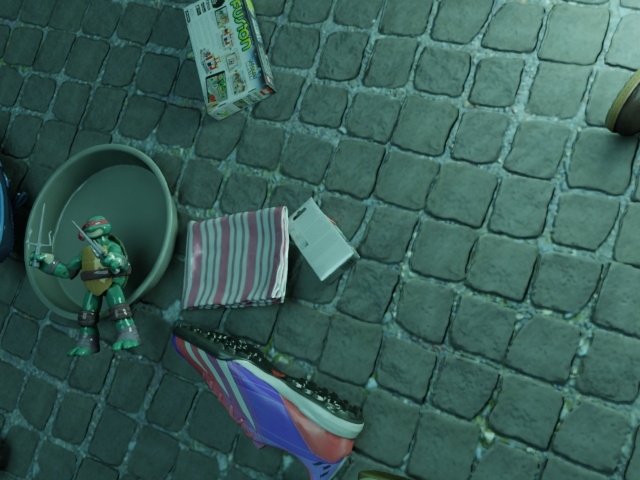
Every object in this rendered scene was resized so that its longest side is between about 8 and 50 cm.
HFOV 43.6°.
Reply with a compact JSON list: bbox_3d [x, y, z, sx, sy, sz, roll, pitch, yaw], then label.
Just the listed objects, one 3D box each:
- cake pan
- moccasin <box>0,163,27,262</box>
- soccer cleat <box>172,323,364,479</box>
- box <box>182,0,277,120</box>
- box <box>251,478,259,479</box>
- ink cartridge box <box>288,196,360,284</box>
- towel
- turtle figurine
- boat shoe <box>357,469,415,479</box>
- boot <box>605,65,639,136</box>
[{"bbox_3d":[-0.352,-0.011,1.303,0.293,0.054,0.293,-6,75,23],"label":"cake pan"},{"bbox_3d":[-0.586,-0.097,1.403,0.137,0.117,0.342,-24,63,4],"label":"moccasin"},{"bbox_3d":[-0.095,0.217,1.103,0.318,0.108,0.116,26,92,25],"label":"soccer cleat"},{"bbox_3d":[-0.149,-0.309,1.296,0.114,0.036,0.207,-22,69,18],"label":"box"},{"bbox_3d":[-0.035,0.416,1.035,0.145,0.038,0.186,3,94,25],"label":"box"},{"bbox_3d":[0.000,0.000,1.154,0.063,0.029,0.115,-41,62,11],"label":"ink cartridge box"},{"bbox_3d":[-0.132,0.028,1.191,0.197,0.029,0.144,-7,73,33],"label":"towel"},{"bbox_3d":[-0.333,0.049,1.185,0.175,0.118,0.234,-12,87,36],"label":"turtle figurine"},{"bbox_3d":[0.141,0.345,0.979,0.223,0.080,0.073,11,87,32],"label":"boat shoe"},{"bbox_3d":[0.490,-0.158,0.935,0.248,0.090,0.207,-38,63,7],"label":"boot"}]
